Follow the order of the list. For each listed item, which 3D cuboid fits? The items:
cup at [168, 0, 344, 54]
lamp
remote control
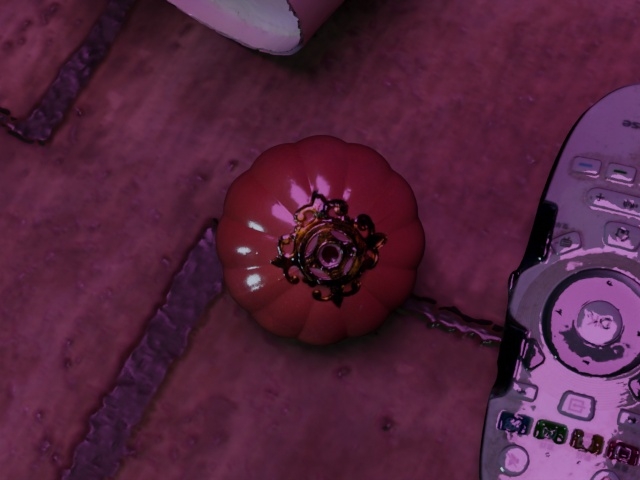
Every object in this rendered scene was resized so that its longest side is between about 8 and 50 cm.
[{"bbox_3d":[-0.007,-0.260,0.954,0.253,0.253,0.274,34,79,17],"label":"cup"},{"bbox_3d":[0.000,0.000,0.896,0.107,0.092,0.107,-1,99,-4],"label":"lamp"},{"bbox_3d":[0.144,0.035,0.899,0.097,0.045,0.256,17,70,12],"label":"remote control"}]
